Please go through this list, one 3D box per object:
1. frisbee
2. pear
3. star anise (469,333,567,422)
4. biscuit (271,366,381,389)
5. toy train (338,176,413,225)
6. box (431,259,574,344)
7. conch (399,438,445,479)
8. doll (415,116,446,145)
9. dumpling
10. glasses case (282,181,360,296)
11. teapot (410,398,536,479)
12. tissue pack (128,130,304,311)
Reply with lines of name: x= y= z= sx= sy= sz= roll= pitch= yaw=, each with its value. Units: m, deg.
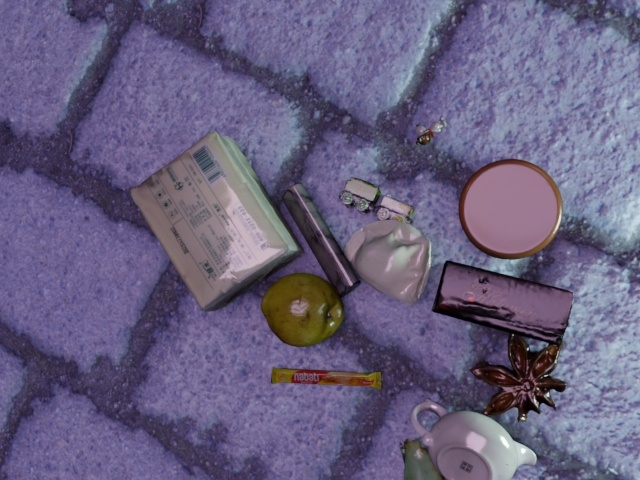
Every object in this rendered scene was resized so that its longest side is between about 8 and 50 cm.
frisbee: x=0.465 y=-0.078 z=1.883 sx=0.250 sy=0.021 sz=0.251 roll=-1 pitch=85 yaw=14
pear: x=-0.045 y=0.173 z=1.908 sx=0.200 sy=0.200 sz=0.200 roll=-1 pitch=86 yaw=14
star anise: x=0.471 y=0.324 z=1.822 sx=0.220 sy=0.099 sz=0.214 roll=-5 pitch=71 yaw=19
biscuit: x=0.013 y=0.352 z=1.965 sx=0.291 sy=0.026 sz=0.048 roll=0 pitch=106 yaw=14
toy train: x=0.145 y=-0.094 z=1.943 sx=0.202 sy=0.060 sz=0.081 roll=24 pitch=87 yaw=13
box: x=0.401 y=0.134 z=1.680 sx=0.264 sy=0.415 sz=0.116 roll=15 pitch=90 yaw=14
conch: x=0.250 y=0.566 z=1.870 sx=0.105 sy=0.079 sz=0.170 roll=-10 pitch=80 yaw=-1
doll: x=0.278 y=-0.274 z=1.934 sx=0.085 sy=0.040 sz=0.058 roll=-14 pitch=73 yaw=13
dumpling: x=0.175 y=0.038 z=1.890 sx=0.252 sy=0.131 sz=0.179 roll=34 pitch=105 yaw=36
glasses case: x=0.000 y=0.000 z=1.952 sx=0.060 sy=0.114 sz=0.299 roll=-27 pitch=79 yaw=-16
teapot: x=0.346 y=0.480 z=1.814 sx=0.299 sy=0.208 sz=0.166 roll=34 pitch=51 yaw=22
tissue pack: x=-0.265 y=-0.044 z=1.965 sx=0.297 sy=0.207 sz=0.380 roll=-33 pitch=80 yaw=8
